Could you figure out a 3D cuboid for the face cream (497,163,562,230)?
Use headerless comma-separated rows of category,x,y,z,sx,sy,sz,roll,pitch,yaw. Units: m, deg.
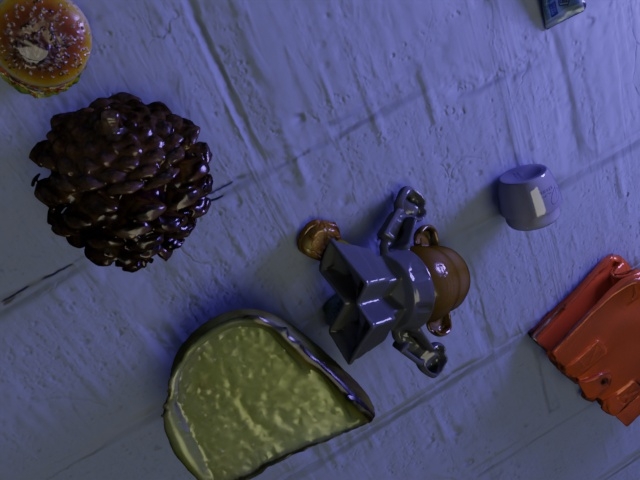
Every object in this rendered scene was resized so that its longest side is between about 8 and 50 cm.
face cream,0.401,-0.083,1.183,0.117,0.117,0.104,-25,113,-9

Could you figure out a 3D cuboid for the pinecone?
pinecone,-0.279,-0.076,0.861,0.244,0.243,0.257,15,127,-27

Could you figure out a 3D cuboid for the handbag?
handbag,0.709,0.245,1.457,0.303,0.116,0.410,-48,120,4

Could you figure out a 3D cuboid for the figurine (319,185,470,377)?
figurine,0.156,0.086,1.117,0.285,0.167,0.342,-13,117,-32

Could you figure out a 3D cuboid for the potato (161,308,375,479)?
potato,-0.118,0.239,1.104,0.331,0.212,0.280,-28,103,4

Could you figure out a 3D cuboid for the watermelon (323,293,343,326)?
watermelon,0.048,0.141,1.192,0.085,0.072,0.092,-5,77,-7

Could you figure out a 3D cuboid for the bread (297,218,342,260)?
bread,0.000,0.000,1.106,0.083,0.046,0.080,-17,124,-16

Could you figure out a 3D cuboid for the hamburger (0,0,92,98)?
hamburger,-0.372,-0.262,0.817,0.127,0.081,0.141,32,98,-30

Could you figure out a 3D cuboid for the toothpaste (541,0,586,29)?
toothpaste,0.376,-0.486,1.031,0.069,0.047,0.268,-45,126,-12
